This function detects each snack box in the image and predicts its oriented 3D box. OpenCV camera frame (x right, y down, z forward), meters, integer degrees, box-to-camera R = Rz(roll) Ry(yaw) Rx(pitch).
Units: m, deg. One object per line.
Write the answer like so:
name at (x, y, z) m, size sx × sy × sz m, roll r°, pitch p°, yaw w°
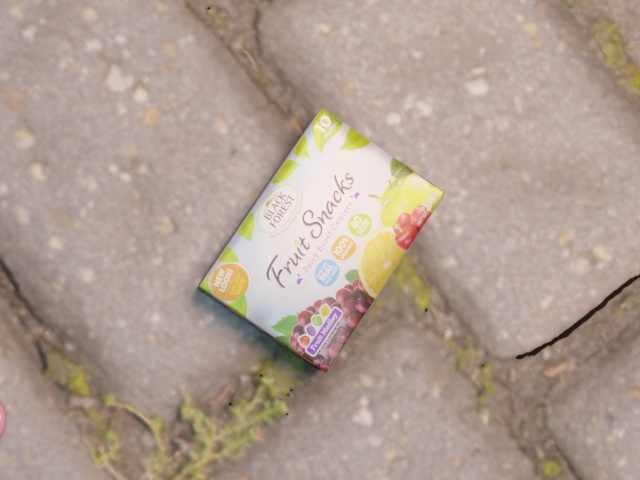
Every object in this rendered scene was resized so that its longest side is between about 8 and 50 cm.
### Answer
snack box at (0.000, 0.000, 0.699) m, size 0.100 × 0.037 × 0.141 m, roll 34°, pitch 82°, yaw -4°

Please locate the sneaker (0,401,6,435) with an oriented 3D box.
sneaker at (-0.254, 0.107, 0.644) m, size 0.119 × 0.057 × 0.047 m, roll 2°, pitch 88°, yaw -7°
